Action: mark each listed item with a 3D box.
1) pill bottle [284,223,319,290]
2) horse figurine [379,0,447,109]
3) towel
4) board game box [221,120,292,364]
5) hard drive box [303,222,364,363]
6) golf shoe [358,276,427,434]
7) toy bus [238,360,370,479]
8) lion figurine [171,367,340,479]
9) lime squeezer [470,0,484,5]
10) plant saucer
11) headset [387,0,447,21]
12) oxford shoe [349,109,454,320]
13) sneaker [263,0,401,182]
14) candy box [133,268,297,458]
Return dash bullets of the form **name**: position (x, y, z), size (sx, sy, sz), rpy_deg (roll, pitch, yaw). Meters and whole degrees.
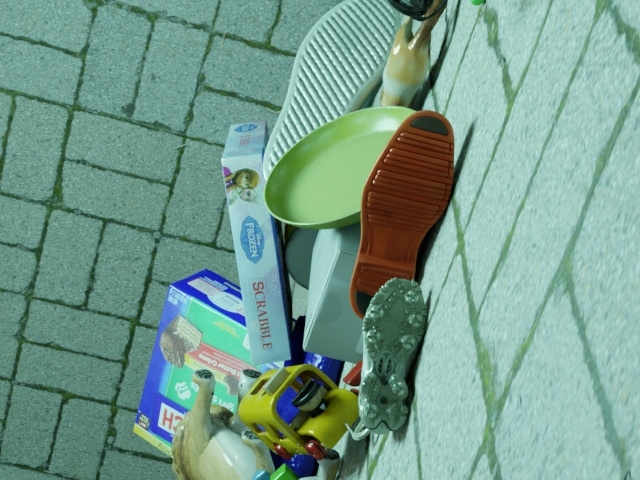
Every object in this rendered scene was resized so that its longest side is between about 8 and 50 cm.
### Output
- **pill bottle**: position (0.000, 0.000, 2.116), size (0.208, 0.118, 0.117), rpy_deg (-95, 21, -74)
- **horse figurine**: position (0.126, -0.246, 1.831), size (0.263, 0.066, 0.174), rpy_deg (109, 180, -55)
- **towel**: position (-0.037, 0.265, 2.023), size (0.227, 0.076, 0.308), rpy_deg (154, 130, -82)
- **board game box**: position (-0.095, -0.007, 2.058), size (0.318, 0.066, 0.318), rpy_deg (-96, -1, -75)
- **hard drive box**: position (0.046, 0.023, 1.794), size (0.232, 0.089, 0.181), rpy_deg (-83, 10, -52)
- **golf shoe**: position (0.072, 0.129, 1.459), size (0.086, 0.069, 0.176), rpy_deg (105, 178, -73)
- **toy bus**: position (-0.026, 0.206, 1.644), size (0.202, 0.104, 0.191), rpy_deg (-41, 12, 20)
- **lion figurine**: position (-0.106, 0.335, 1.863), size (0.392, 0.142, 0.240), rpy_deg (-133, 48, -55)
- **lime squeezer**: position (0.189, -0.409, 1.690), size (0.110, 0.059, 0.310), rpy_deg (116, 168, -62)
- **plant saucer**: position (0.040, -0.090, 1.739), size (0.241, 0.241, 0.037), rpy_deg (-84, -29, -52)
- **headset**: position (0.148, -0.410, 1.470), size (0.243, 0.185, 0.394), rpy_deg (117, 178, -63)
- **oxford shoe**: position (0.091, -0.038, 1.541), size (0.098, 0.097, 0.271), rpy_deg (-75, 3, -63)
- **sneaker**: position (0.013, -0.193, 1.940), size (0.366, 0.135, 0.150), rpy_deg (-62, -12, -19)
- **candy box**: position (-0.167, 0.254, 2.291), size (0.122, 0.268, 0.317), rpy_deg (-23, -45, -54)
